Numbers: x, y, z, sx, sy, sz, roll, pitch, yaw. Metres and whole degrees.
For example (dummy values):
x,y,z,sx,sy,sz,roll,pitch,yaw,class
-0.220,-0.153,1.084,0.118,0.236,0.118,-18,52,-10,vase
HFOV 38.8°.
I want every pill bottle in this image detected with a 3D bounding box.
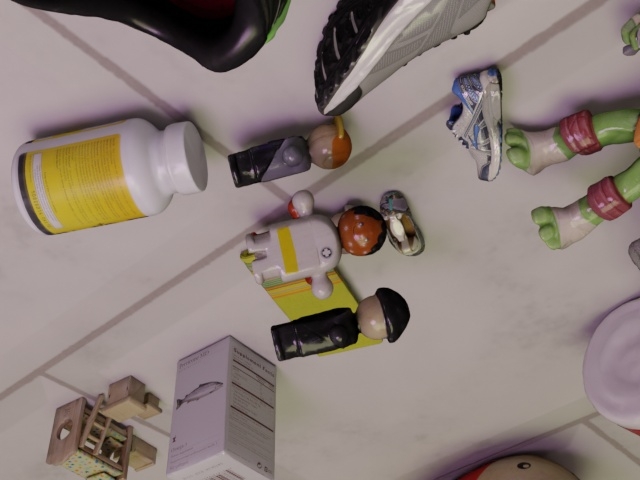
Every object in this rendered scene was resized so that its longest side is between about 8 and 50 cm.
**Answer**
x,y,z,sx,sy,sz,roll,pitch,yaw,class
-0.216,-0.069,0.944,0.184,0.103,0.103,-10,137,10,pill bottle
0.520,0.211,1.225,0.318,0.176,0.176,27,130,-28,pill bottle

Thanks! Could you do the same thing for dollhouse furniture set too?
x,y,z,sx,sy,sz,roll,pitch,yaw,class
-0.282,0.309,1.359,0.160,0.101,0.182,-26,132,24,dollhouse furniture set

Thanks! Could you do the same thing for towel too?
x,y,z,sx,sy,sz,roll,pitch,yaw,class
-0.006,0.075,1.175,0.102,0.021,0.237,-14,137,20,towel

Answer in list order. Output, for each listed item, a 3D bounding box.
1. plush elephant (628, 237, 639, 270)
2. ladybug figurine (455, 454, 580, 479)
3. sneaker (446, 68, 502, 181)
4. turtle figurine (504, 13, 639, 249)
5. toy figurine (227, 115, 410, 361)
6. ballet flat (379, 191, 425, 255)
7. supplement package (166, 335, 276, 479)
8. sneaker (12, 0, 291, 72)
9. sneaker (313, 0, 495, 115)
x,y,z,sx,sy,sz,roll,pitch,yaw,class
0.466,0.021,0.969,0.255,0.330,0.272,4,148,21,plush elephant
0.295,0.504,1.549,0.305,0.162,0.449,16,134,-20,ladybug figurine
0.161,-0.120,0.950,0.058,0.052,0.135,0,131,13,sneaker
0.303,-0.097,0.856,0.266,0.275,0.198,-27,108,34,turtle figurine
0.000,0.000,0.953,0.148,0.213,0.210,-14,134,-3,toy figurine
0.096,-0.007,1.071,0.041,0.041,0.114,-15,136,14,ballet flat
-0.131,0.243,1.233,0.105,0.179,0.105,-29,132,26,supplement package
-0.203,-0.287,0.632,0.482,0.202,0.185,27,130,-28,sneaker
0.087,-0.201,0.817,0.108,0.100,0.271,22,133,-31,sneaker
